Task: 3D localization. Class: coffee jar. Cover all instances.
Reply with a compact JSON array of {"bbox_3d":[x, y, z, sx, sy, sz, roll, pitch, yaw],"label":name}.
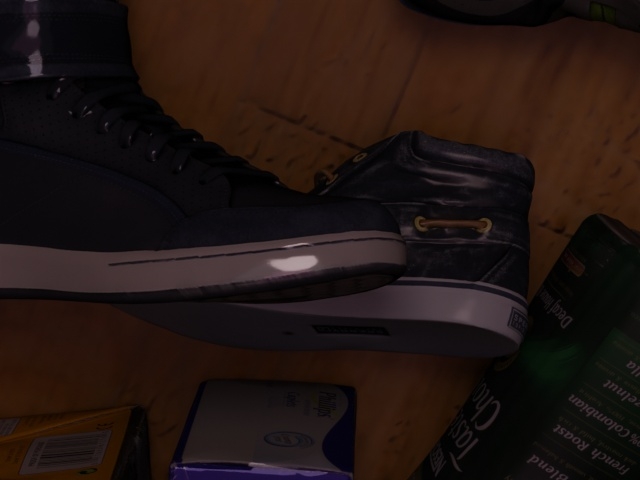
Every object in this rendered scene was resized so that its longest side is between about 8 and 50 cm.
[{"bbox_3d":[0.097,0.085,0.721,0.079,0.096,0.184,31,99,-12],"label":"coffee jar"}]

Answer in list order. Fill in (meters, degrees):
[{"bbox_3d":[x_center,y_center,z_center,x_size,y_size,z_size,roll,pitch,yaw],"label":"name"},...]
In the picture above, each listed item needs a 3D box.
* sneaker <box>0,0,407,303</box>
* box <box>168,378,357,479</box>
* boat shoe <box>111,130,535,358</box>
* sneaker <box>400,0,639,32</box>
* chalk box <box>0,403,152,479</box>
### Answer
[{"bbox_3d":[-0.071,-0.055,0.661,0.226,0.086,0.163,2,87,28],"label":"sneaker"},{"bbox_3d":[-0.024,0.139,0.716,0.072,0.126,0.137,4,100,1],"label":"box"},{"bbox_3d":[0.000,0.000,0.727,0.183,0.065,0.083,4,68,15],"label":"boat shoe"},{"bbox_3d":[0.122,-0.115,0.691,0.188,0.078,0.067,3,101,0],"label":"sneaker"},{"bbox_3d":[-0.132,0.191,0.722,0.132,0.132,0.213,-4,100,0],"label":"chalk box"}]
